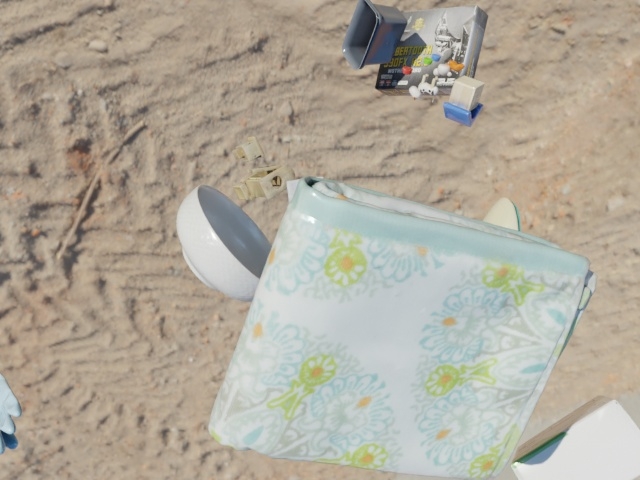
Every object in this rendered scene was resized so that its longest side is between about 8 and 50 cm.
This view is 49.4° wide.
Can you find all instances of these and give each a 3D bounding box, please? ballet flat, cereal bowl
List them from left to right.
[{"bbox_3d":[-0.248,0.027,1.791,0.141,0.339,0.339,-39,127,13],"label":"cereal bowl"},{"bbox_3d":[0.262,0.057,1.091,0.086,0.086,0.249,-1,103,3],"label":"ballet flat"}]

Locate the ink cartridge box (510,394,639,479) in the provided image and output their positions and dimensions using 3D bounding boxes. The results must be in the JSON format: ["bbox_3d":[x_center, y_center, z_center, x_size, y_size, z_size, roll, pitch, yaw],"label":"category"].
[{"bbox_3d":[0.450,0.372,1.211,0.201,0.117,0.278,-36,161,8],"label":"ink cartridge box"}]

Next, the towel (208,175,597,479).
[{"bbox_3d":[0.097,0.119,0.781,0.374,0.090,0.321,14,108,-19],"label":"towel"}]

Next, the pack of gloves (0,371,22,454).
[{"bbox_3d":[-0.450,0.265,0.890,0.046,0.195,0.232,42,168,-34],"label":"pack of gloves"}]

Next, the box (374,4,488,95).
[{"bbox_3d":[0.241,-0.414,1.540,0.231,0.183,0.056,12,179,43],"label":"box"}]

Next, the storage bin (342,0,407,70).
[{"bbox_3d":[0.114,-0.431,1.451,0.091,0.098,0.135,-7,141,-30],"label":"storage bin"}]

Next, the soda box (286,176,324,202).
[{"bbox_3d":[-0.016,0.001,1.637,0.091,0.286,0.098,-8,169,1],"label":"soda box"}]

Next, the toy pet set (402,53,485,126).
[{"bbox_3d":[0.187,-0.222,1.046,0.114,0.122,0.065,28,125,22],"label":"toy pet set"}]

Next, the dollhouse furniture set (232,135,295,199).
[{"bbox_3d":[-0.172,-0.201,1.840,0.182,0.101,0.161,7,126,58],"label":"dollhouse furniture set"}]
